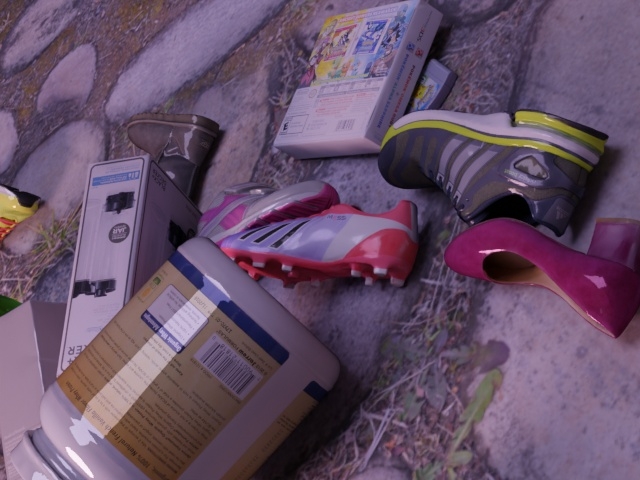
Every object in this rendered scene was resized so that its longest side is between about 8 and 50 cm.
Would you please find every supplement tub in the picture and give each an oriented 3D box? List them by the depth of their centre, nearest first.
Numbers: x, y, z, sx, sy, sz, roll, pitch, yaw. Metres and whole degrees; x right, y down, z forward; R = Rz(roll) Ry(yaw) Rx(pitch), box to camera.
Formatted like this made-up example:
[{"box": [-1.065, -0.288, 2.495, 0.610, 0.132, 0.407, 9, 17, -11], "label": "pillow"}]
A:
[{"box": [-0.157, 0.177, 1.829, 0.316, 0.228, 0.228, -47, 35, -3], "label": "supplement tub"}]

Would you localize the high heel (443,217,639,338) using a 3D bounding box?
[{"box": [0.209, 0.044, 1.655, 0.244, 0.082, 0.117, -1, 59, 39], "label": "high heel"}]

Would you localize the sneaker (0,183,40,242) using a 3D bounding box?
[{"box": [-0.494, -0.030, 2.583, 0.208, 0.081, 0.094, -12, 62, 54], "label": "sneaker"}]

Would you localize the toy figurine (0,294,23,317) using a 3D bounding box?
[{"box": [-0.468, 0.172, 2.376, 0.159, 0.130, 0.173, -63, 12, 9], "label": "toy figurine"}]

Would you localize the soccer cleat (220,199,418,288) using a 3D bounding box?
[{"box": [0.000, 0.000, 1.907, 0.248, 0.083, 0.095, 2, 68, 34], "label": "soccer cleat"}]

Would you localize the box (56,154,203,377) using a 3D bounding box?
[{"box": [-0.226, 0.063, 2.063, 0.087, 0.169, 0.290, -7, 61, 20], "label": "box"}]

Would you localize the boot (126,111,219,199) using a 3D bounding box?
[{"box": [-0.228, -0.068, 2.291, 0.189, 0.076, 0.208, 1, 72, 53], "label": "boot"}]

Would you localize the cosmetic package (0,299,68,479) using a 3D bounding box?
[{"box": [-0.323, 0.200, 2.089, 0.107, 0.127, 0.238, -31, 60, 35], "label": "cosmetic package"}]

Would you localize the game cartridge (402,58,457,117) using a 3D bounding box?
[{"box": [0.122, -0.168, 1.973, 0.083, 0.017, 0.056, -54, 38, 6], "label": "game cartridge"}]

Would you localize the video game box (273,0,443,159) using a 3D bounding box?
[{"box": [0.043, -0.192, 2.047, 0.205, 0.048, 0.187, 1, 67, 57], "label": "video game box"}]

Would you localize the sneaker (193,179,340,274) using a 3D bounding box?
[{"box": [-0.076, -0.027, 2.034, 0.252, 0.103, 0.111, -24, 49, 38], "label": "sneaker"}]

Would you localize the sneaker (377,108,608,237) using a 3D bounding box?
[{"box": [0.160, -0.066, 1.773, 0.300, 0.111, 0.121, 1, 69, 53], "label": "sneaker"}]
